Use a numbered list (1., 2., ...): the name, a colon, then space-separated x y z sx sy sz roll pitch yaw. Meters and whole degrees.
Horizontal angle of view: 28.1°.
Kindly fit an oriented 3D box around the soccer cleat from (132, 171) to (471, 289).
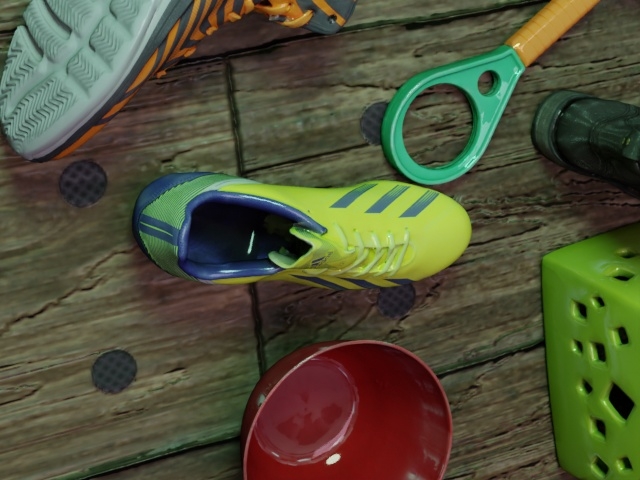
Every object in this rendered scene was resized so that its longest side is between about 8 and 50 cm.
1. soccer cleat: -0.001 0.001 0.984 0.289 0.121 0.093 3 102 -25

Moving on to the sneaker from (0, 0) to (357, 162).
1. sneaker: -0.077 -0.163 0.905 0.321 0.124 0.180 -47 143 16

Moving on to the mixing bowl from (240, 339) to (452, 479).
1. mixing bowl: 0.005 0.154 1.041 0.181 0.098 0.181 -7 106 -24

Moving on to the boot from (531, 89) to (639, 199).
1. boot: 0.321 -0.057 1.054 0.263 0.229 0.091 8 100 -26

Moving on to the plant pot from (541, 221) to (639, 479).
1. plant pot: 0.348 0.110 1.126 0.227 0.207 0.228 -16 109 -20

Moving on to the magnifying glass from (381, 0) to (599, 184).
1. magnifying glass: 0.145 -0.138 1.069 0.231 0.026 0.092 -43 117 -9
